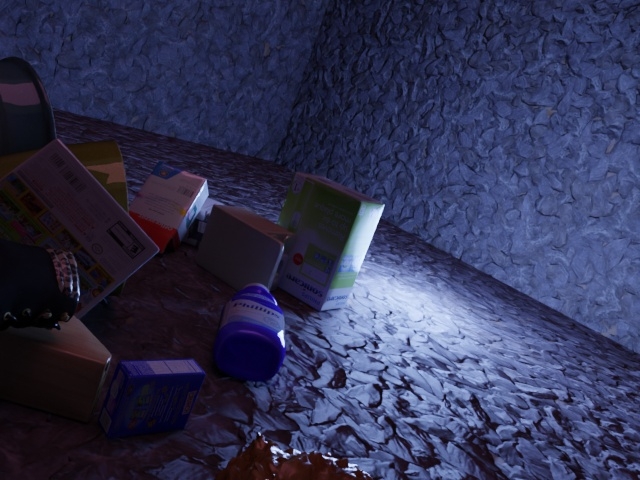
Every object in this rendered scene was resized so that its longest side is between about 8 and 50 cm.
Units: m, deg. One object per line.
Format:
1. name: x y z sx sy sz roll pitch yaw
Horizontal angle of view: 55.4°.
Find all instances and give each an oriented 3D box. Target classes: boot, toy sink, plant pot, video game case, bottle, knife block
1. boot: -0.348 0.090 0.658 0.179 0.085 0.236 22 48 -54
2. toy sink: -0.155 0.030 1.431 0.234 0.152 0.131 27 14 33
3. plant pot: -0.493 -0.035 1.010 0.294 0.274 0.275 -2 22 -28
4. video game case: -0.395 -0.002 0.906 0.227 0.206 0.026 50 -17 -10
5. bottle: -0.123 0.151 1.100 0.118 0.092 0.283 17 13 -8
6. plant pot: -0.727 -0.183 1.118 0.341 0.340 0.334 29 23 33
7. knife block: -0.429 0.126 0.745 0.276 0.088 0.242 30 17 37

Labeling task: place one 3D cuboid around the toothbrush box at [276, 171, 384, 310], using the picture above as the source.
1. toothbrush box: 0.000 0.000 1.495 0.206 0.283 0.122 28 16 30

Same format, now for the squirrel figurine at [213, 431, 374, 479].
1. squirrel figurine: 0.099 0.300 0.443 0.371 0.280 0.397 17 14 -45

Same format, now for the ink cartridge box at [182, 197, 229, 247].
1. ink cartridge box: -0.271 -0.033 1.634 0.237 0.100 0.172 22 13 4

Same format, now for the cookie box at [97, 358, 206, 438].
1. cookie box: -0.212 0.198 0.771 0.107 0.091 0.040 9 20 -43

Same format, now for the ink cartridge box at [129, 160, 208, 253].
1. ink cartridge box: -0.385 -0.067 1.488 0.134 0.231 0.078 22 -29 5
